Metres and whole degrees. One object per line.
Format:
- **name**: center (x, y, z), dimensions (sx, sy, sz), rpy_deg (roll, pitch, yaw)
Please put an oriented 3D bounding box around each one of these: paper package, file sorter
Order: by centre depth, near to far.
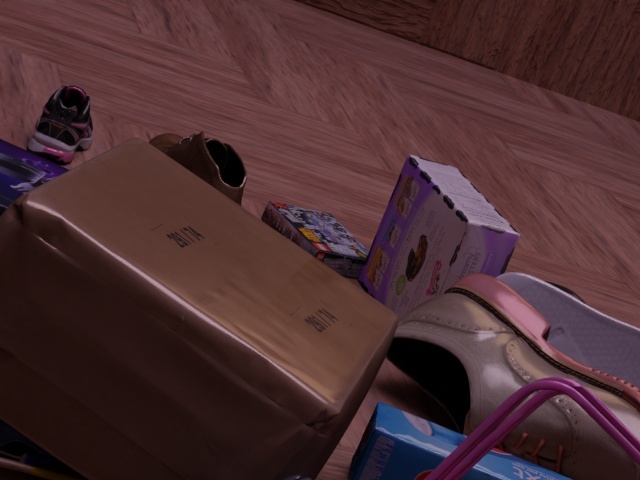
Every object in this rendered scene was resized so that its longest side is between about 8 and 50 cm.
- **file sorter**: center (0.171, 0.215, 1.409), dimensions (0.202, 0.182, 0.291), rpy_deg (46, 2, 10)
- **paper package**: center (-0.115, 0.082, 1.611), dimensions (0.309, 0.168, 0.325), rpy_deg (35, 14, 1)

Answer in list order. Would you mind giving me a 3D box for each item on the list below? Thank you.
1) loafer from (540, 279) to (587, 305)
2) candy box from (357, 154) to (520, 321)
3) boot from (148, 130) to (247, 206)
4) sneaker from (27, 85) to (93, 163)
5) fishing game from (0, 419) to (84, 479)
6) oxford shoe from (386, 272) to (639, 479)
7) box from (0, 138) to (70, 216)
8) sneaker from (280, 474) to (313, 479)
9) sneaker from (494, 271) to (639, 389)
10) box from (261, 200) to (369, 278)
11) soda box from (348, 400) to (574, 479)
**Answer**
- **loafer**: center (0.280, 0.111, 2.282), dimensions (0.078, 0.080, 0.220), rpy_deg (8, 22, -43)
- **candy box**: center (0.130, 0.020, 2.219), dimensions (0.070, 0.164, 0.196), rpy_deg (14, 19, -24)
- **boot**: center (-0.136, -0.078, 2.268), dimensions (0.112, 0.115, 0.305), rpy_deg (15, 17, -20)
- **sneaker**: center (-0.294, -0.149, 2.340), dimensions (0.072, 0.077, 0.178), rpy_deg (21, 16, -10)
- **fishing game**: center (-0.267, 0.123, 1.600), dimensions (0.189, 0.041, 0.264), rpy_deg (17, 20, -28)
- **oxford shoe**: center (0.219, 0.191, 1.939), dimensions (0.146, 0.140, 0.397), rpy_deg (-25, 46, -31)
- **box**: center (-0.243, 0.009, 1.881), dimensions (0.261, 0.103, 0.184), rpy_deg (24, 19, 4)
- **sneaker**: center (0.003, 0.302, 1.320), dimensions (0.140, 0.125, 0.341), rpy_deg (-18, 38, -23)
- **sneaker**: center (0.300, 0.144, 2.124), dimensions (0.296, 0.104, 0.147), rpy_deg (33, -12, 11)
- **box**: center (0.000, 0.000, 2.352), dimensions (0.094, 0.027, 0.137), rpy_deg (10, 21, -34)
- **soda box**: center (0.134, 0.221, 1.770), dimensions (0.210, 0.067, 0.071), rpy_deg (23, 17, -3)
